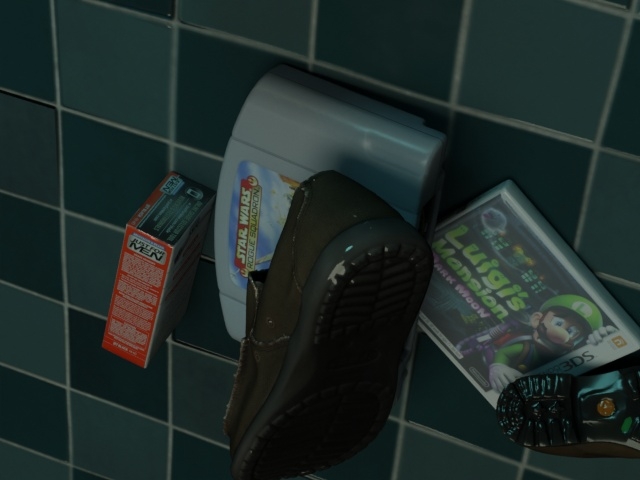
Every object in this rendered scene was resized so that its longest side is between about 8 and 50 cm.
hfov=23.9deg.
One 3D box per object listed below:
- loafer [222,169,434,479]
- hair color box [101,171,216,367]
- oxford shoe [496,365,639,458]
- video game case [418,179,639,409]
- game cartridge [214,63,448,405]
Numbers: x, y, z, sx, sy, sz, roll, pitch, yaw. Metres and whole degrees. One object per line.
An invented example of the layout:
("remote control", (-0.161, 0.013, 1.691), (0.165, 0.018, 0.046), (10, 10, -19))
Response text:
("loafer", (-0.002, 0.079, 1.296), (0.130, 0.134, 0.366), (65, 147, 34))
("hair color box", (-0.154, 0.029, 1.432), (0.053, 0.093, 0.167), (26, 132, 7))
("oxford shoe", (0.271, 0.155, 1.331), (0.227, 0.082, 0.096), (5, 165, 11))
("video game case", (0.162, 0.054, 1.336), (0.190, 0.022, 0.173), (48, 131, -12))
("game cartridge", (0.000, 0.000, 1.340), (0.198, 0.062, 0.297), (20, 129, 17))
